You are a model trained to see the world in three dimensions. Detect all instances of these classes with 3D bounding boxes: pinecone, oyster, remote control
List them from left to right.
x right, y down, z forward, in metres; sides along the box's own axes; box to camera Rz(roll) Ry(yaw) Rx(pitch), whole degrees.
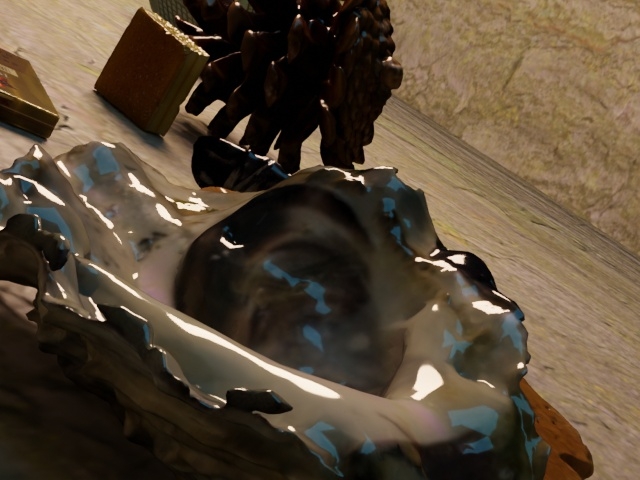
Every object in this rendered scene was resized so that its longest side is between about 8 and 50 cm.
[{"bbox_3d":[-0.031,0.037,0.497,0.238,0.114,0.351,-13,44,-46],"label":"oyster"},{"bbox_3d":[-0.037,-0.198,1.128,0.264,0.264,0.264,30,13,-8],"label":"pinecone"},{"bbox_3d":[0.000,0.000,0.879,0.266,0.066,0.090,29,-29,5],"label":"remote control"}]

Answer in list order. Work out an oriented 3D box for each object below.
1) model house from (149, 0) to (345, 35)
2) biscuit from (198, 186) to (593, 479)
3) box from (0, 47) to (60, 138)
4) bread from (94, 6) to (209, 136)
[{"bbox_3d":[-0.111,-0.333,1.534,0.215,0.198,0.224,3,30,-39],"label":"model house"},{"bbox_3d":[0.041,0.079,0.693,0.269,0.051,0.376,15,21,-46],"label":"biscuit"},{"bbox_3d":[-0.263,-0.130,0.840,0.090,0.023,0.133,21,17,-35],"label":"box"},{"bbox_3d":[-0.164,-0.162,1.021,0.090,0.094,0.035,42,17,28],"label":"bread"}]
